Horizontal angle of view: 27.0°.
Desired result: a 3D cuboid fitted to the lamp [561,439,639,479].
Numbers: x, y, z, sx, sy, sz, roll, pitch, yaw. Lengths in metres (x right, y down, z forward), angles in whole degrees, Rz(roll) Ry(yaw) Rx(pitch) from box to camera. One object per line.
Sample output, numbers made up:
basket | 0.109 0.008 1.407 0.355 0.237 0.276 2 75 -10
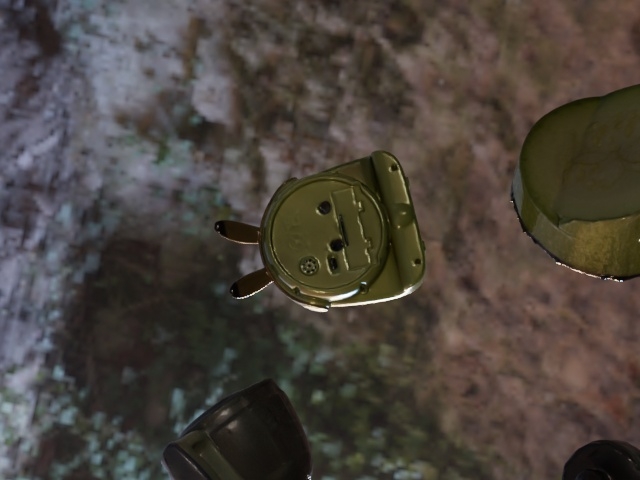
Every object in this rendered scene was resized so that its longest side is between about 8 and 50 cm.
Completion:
lamp | 0.302 0.343 0.987 0.272 0.374 0.205 -62 154 7

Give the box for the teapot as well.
teapot | -0.052 0.171 1.016 0.111 0.108 0.149 -37 169 -12

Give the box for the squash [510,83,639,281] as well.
squash | 0.304 -0.074 1.395 0.133 0.220 0.220 76 21 -54

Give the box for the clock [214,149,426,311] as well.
clock | 0.000 0.000 1.547 0.069 0.232 0.170 69 7 -81
